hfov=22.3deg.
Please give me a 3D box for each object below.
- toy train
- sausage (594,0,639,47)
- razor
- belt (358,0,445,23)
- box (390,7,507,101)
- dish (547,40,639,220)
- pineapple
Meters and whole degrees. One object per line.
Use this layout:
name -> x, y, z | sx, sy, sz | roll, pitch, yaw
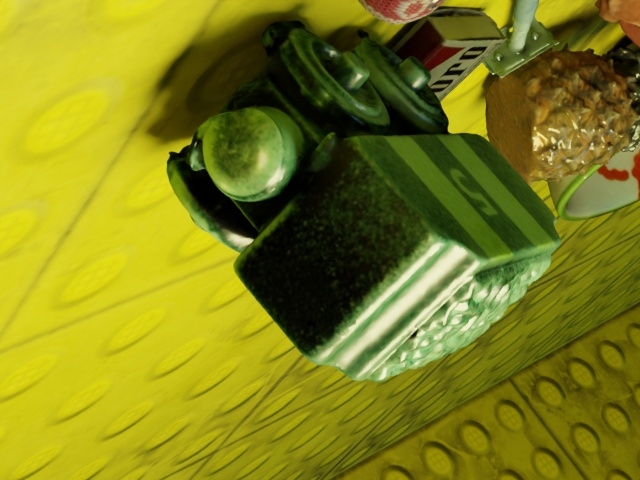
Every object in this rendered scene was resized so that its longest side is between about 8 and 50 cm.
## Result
toy train -> 0.031, -0.024, 1.135 | 0.167, 0.238, 0.299 | -46, 165, 22
sausage -> 0.334, -0.221, 1.415 | 0.148, 0.148, 0.254 | -44, 171, 28
razor -> 0.171, -0.193, 1.344 | 0.068, 0.040, 0.135 | -33, 161, -15
belt -> 0.119, -0.210, 1.105 | 0.232, 0.071, 0.053 | -24, 168, -32
box -> 0.060, -0.116, 1.317 | 0.177, 0.036, 0.115 | -44, 164, 27
dish -> 0.371, -0.157, 1.766 | 0.324, 0.124, 0.324 | -26, 164, -8
pineapple -> 0.283, -0.130, 1.518 | 0.248, 0.128, 0.128 | -12, 158, -18
